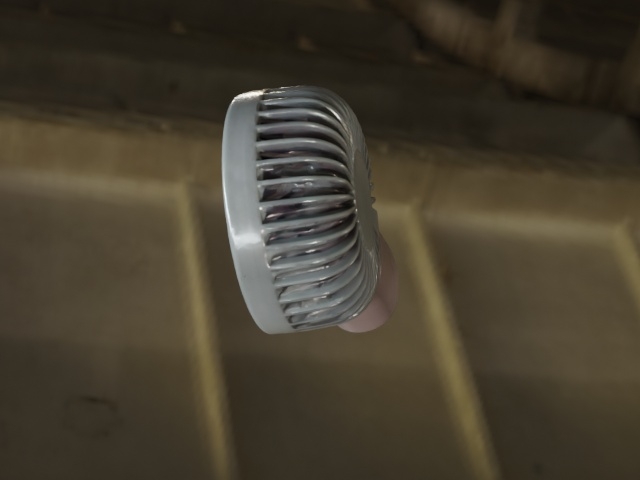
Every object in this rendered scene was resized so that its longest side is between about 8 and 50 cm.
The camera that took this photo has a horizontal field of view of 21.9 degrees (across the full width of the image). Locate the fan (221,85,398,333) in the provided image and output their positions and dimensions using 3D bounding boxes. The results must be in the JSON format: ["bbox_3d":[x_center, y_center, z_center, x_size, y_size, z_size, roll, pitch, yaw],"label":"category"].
[{"bbox_3d":[0.000,0.000,0.930,0.074,0.130,0.244,-8,161,11],"label":"fan"}]
